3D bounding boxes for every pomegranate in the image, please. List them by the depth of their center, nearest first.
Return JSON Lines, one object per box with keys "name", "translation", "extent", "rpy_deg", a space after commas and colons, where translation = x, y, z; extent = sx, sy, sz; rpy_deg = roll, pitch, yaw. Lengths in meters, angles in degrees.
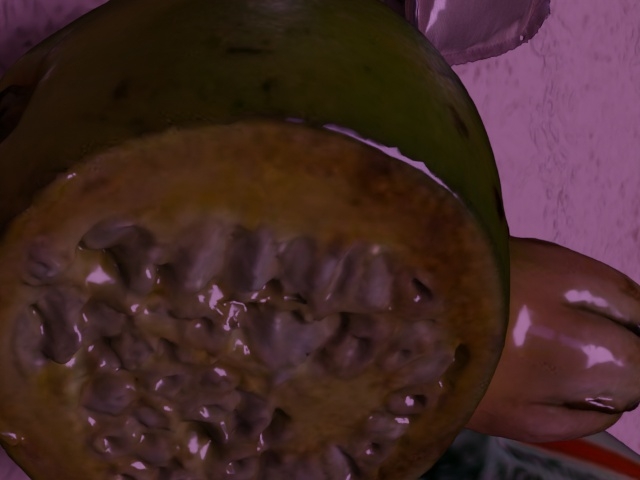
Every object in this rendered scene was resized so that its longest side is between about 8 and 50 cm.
{"name": "pomegranate", "translation": [-0.005, -0.011, 0.599], "extent": [0.159, 0.241, 0.190], "rpy_deg": [-93, 177, -52]}

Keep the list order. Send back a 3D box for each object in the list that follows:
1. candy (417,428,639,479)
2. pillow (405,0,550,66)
{"name": "candy", "translation": [0.059, 0.131, 0.775], "extent": [0.398, 0.172, 0.263], "rpy_deg": [33, 57, -28]}
{"name": "pillow", "translation": [0.073, -0.199, 0.818], "extent": [0.130, 0.038, 0.232], "rpy_deg": [-16, 107, -54]}
